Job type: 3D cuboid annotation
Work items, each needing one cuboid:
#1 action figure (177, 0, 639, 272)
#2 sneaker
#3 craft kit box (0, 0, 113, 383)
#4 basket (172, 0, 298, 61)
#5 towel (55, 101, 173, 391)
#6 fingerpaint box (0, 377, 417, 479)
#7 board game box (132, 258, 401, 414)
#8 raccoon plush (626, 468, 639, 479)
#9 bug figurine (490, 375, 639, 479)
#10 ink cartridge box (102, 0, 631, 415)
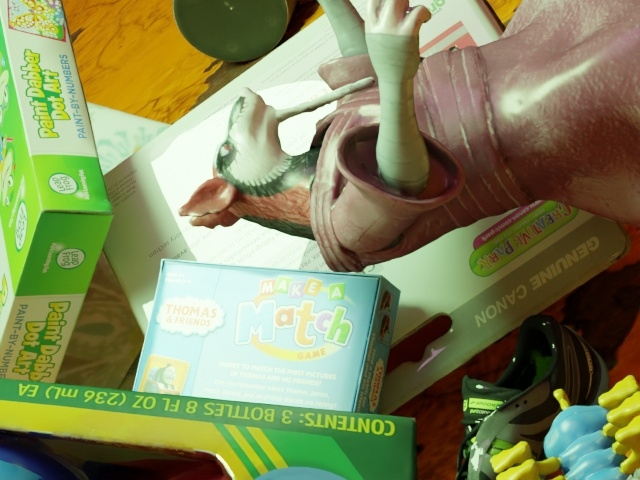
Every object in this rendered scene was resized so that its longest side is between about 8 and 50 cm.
[{"bbox_3d":[0.097,-0.062,1.036,0.370,0.275,0.248,-22,23,13],"label":"action figure"},{"bbox_3d":[0.097,0.120,1.016,0.067,0.078,0.188,-6,41,51],"label":"sneaker"},{"bbox_3d":[-0.223,-0.018,1.290,0.246,0.061,0.250,-113,35,-40],"label":"craft kit box"},{"bbox_3d":[-0.085,-0.313,2.001,0.204,0.154,0.227,-30,28,25],"label":"basket"},{"bbox_3d":[-0.246,0.017,1.482,0.374,0.090,0.320,16,51,18],"label":"towel"},{"bbox_3d":[-0.181,0.226,0.822,0.445,0.163,0.371,6,32,1],"label":"fingerpaint box"},{"bbox_3d":[-0.047,0.120,1.096,0.160,0.039,0.211,4,74,28],"label":"board game box"},{"bbox_3d":[0.141,0.079,0.643,0.216,0.299,0.446,-13,48,31],"label":"raccoon plush"},{"bbox_3d":[0.228,0.098,0.862,0.279,0.072,0.216,-30,34,13],"label":"bug figurine"},{"bbox_3d":[0.033,0.003,1.198,0.309,0.130,0.272,-34,61,11],"label":"ink cartridge box"}]
